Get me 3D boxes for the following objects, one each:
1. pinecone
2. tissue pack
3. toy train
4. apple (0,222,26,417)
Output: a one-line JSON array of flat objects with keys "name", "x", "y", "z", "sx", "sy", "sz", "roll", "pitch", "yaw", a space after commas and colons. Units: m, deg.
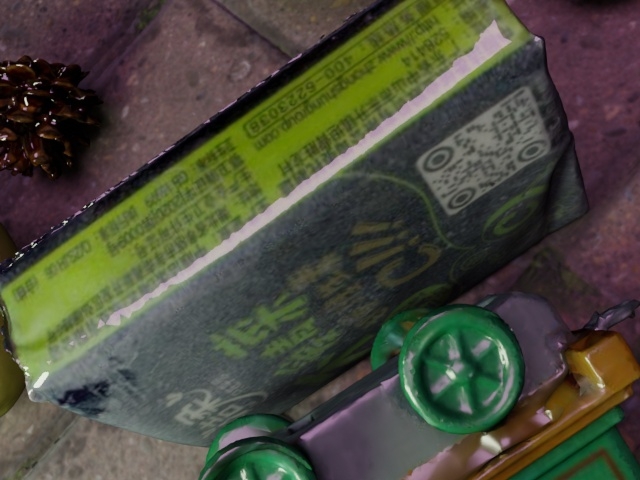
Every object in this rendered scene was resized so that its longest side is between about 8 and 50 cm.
[{"name": "pinecone", "x": -0.283, "y": -0.121, "z": 0.960, "sx": 0.140, "sy": 0.140, "sz": 0.121, "roll": 7, "pitch": 95, "yaw": 21}, {"name": "tissue pack", "x": 0.000, "y": 0.000, "z": 0.733, "sx": 0.394, "sy": 0.288, "sz": 0.124, "roll": -35, "pitch": 62, "yaw": 7}, {"name": "toy train", "x": 0.069, "y": 0.195, "z": 0.674, "sx": 0.429, "sy": 0.178, "sz": 0.249, "roll": -33, "pitch": 88, "yaw": -6}, {"name": "apple", "x": -0.392, "y": 0.075, "z": 0.874, "sx": 0.262, "sy": 0.262, "sz": 0.262, "roll": -6, "pitch": 72, "yaw": 18}]
